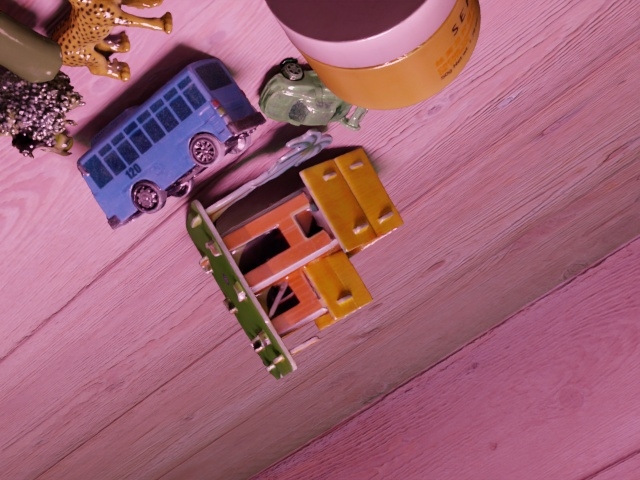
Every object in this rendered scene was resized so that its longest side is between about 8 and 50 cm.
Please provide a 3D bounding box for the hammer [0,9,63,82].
[{"bbox_3d":[-0.362,-0.236,0.955,0.206,0.119,0.335,-29,159,13],"label":"hammer"}]

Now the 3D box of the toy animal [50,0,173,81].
[{"bbox_3d":[-0.261,-0.240,1.106,0.136,0.073,0.181,5,157,-34],"label":"toy animal"}]

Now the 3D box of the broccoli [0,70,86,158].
[{"bbox_3d":[-0.344,-0.144,1.197,0.122,0.118,0.204,-52,176,-9],"label":"broccoli"}]

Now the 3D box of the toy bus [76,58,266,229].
[{"bbox_3d":[-0.203,-0.126,1.293,0.234,0.133,0.116,-34,-176,23],"label":"toy bus"}]

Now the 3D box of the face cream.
[{"bbox_3d":[0.062,-0.280,1.115,0.218,0.218,0.179,-28,157,9],"label":"face cream"}]

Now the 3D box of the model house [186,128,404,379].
[{"bbox_3d":[0.000,0.000,1.534,0.323,0.300,0.340,-30,174,-17],"label":"model house"}]

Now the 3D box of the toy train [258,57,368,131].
[{"bbox_3d":[-0.008,-0.199,1.389,0.149,0.081,0.099,-9,153,-32],"label":"toy train"}]
